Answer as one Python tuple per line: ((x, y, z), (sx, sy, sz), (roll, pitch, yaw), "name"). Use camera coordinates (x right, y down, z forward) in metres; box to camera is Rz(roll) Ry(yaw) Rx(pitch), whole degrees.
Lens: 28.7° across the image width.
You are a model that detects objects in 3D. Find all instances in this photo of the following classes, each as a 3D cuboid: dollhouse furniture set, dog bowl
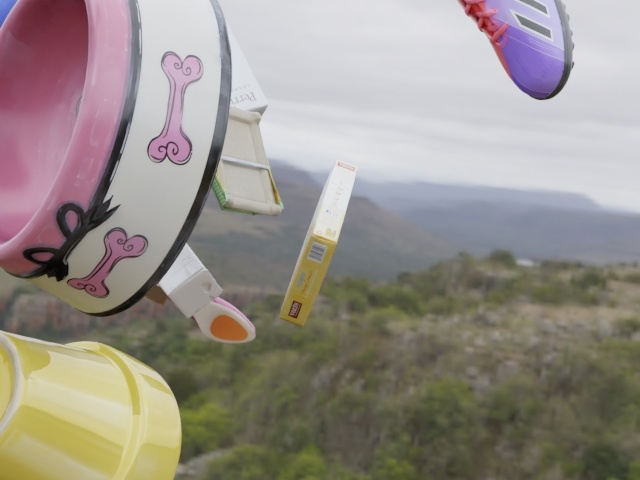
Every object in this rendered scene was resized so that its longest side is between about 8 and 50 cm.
((-0.221, -0.126, 2.023), (0.151, 0.197, 0.301), (-22, -18, 31), "dollhouse furniture set")
((-0.272, -0.127, 1.414), (0.150, 0.408, 0.408), (16, -2, -35), "dog bowl")

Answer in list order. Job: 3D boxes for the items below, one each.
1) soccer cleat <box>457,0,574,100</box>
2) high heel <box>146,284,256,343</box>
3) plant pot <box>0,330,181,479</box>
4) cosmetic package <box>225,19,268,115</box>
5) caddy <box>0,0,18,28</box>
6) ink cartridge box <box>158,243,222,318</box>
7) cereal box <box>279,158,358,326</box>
((0.180, -0.296, 1.408), (0.116, 0.318, 0.108), (-6, -22, -36), "soccer cleat")
((-0.227, 0.108, 2.344), (0.244, 0.082, 0.117), (24, 27, -19), "high heel")
((-0.329, 0.219, 1.457), (0.254, 0.254, 0.239), (10, -19, 35), "plant pot")
((-0.311, -0.387, 2.393), (0.230, 0.453, 0.161), (-22, -11, -27), "cosmetic package")
((-0.444, -0.331, 1.844), (0.241, 0.179, 0.341), (49, 13, -38), "caddy")
((-0.263, 0.023, 2.121), (0.190, 0.082, 0.139), (51, -6, 22), "ink cartridge box")
((0.000, 0.000, 1.993), (0.047, 0.173, 0.240), (20, 34, -1), "cereal box")
